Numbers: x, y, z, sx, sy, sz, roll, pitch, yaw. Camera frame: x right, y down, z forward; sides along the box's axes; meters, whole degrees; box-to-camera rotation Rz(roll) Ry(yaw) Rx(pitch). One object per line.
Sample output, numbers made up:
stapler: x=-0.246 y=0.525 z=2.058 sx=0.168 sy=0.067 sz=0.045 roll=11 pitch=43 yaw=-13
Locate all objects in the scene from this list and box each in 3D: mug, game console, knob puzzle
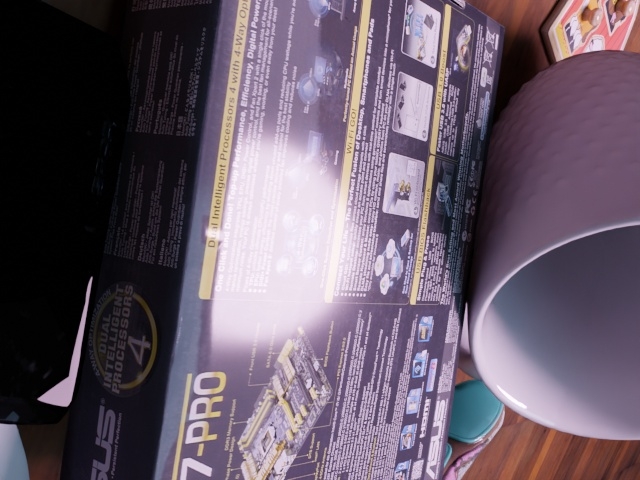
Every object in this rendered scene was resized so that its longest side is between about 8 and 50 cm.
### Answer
mug: x=0.253 y=0.002 z=0.768 sx=0.374 sy=0.276 sz=0.328 roll=-48 pitch=-159 yaw=39
game console: x=-0.242 y=-0.046 z=0.299 sx=0.361 sy=0.044 sz=0.213 roll=19 pitch=72 yaw=-45
knob puzzle: x=0.337 y=-0.261 z=0.902 sx=0.213 sy=0.030 sz=0.213 roll=-27 pitch=131 yaw=-36

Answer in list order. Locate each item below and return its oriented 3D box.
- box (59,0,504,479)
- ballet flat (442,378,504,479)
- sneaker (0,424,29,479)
box: x=0.000 y=0.000 z=0.547 sx=0.318 sy=0.097 sz=0.394 roll=5 pitch=93 yaw=-52
ballet flat: x=0.116 y=0.214 z=0.761 sx=0.221 sy=0.077 sz=0.079 roll=-30 pitch=135 yaw=-53
sneaker: x=-0.255 y=0.161 z=0.429 sx=0.161 sy=0.102 sz=0.282 roll=-15 pitch=124 yaw=-40
